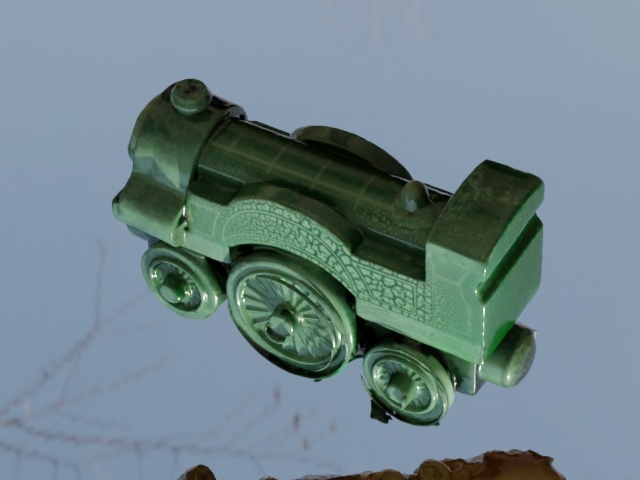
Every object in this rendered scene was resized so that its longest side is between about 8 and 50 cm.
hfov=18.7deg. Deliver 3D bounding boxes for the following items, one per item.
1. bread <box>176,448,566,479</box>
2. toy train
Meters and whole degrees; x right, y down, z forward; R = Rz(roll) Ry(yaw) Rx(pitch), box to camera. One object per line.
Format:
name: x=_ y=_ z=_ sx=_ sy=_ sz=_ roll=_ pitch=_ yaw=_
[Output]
bread: x=0.016 y=0.176 z=0.937 sx=0.185 sy=0.274 sz=0.114 roll=-4 pitch=-109 yaw=-3
toy train: x=0.000 y=0.000 z=0.736 sx=0.178 sy=0.104 sz=0.071 roll=22 pitch=-129 yaw=23
